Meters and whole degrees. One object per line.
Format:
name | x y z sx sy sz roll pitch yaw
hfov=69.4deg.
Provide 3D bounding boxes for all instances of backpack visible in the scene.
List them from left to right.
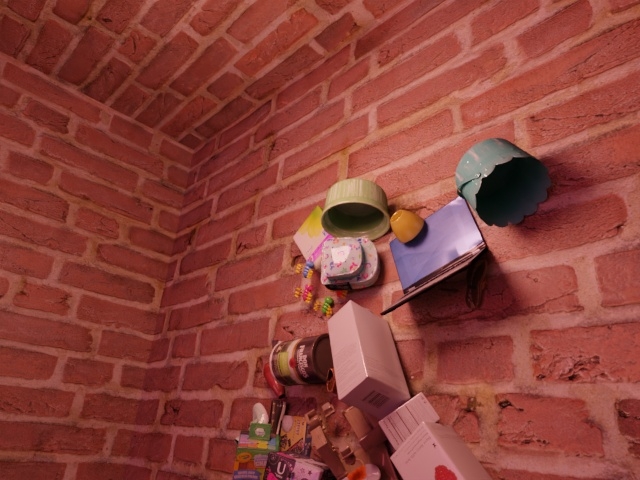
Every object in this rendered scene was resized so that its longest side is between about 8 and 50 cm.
backpack | 0.129 0.094 1.993 0.253 0.191 0.225 -2 67 10

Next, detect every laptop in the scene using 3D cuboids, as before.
laptop | 0.387 0.045 1.727 0.382 0.408 0.236 -37 80 31

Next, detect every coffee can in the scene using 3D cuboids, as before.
coffee can | -0.058 0.520 1.999 0.275 0.201 0.201 -21 56 42

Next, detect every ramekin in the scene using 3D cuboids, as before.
ramekin | 0.156 -0.134 2.031 0.303 0.303 0.148 -25 45 39

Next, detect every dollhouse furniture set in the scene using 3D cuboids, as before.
dollhouse furniture set | 0.158 0.714 1.769 0.355 0.174 0.303 -31 20 -7

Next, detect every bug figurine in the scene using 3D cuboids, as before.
bug figurine | 0.002 0.218 2.141 0.279 0.072 0.216 29 107 22

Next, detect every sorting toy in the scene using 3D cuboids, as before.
sorting toy | 0.221 0.826 1.658 0.307 0.041 0.229 -44 39 24

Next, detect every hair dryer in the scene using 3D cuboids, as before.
hair dryer | -0.186 0.600 2.198 0.223 0.080 0.293 -16 60 43

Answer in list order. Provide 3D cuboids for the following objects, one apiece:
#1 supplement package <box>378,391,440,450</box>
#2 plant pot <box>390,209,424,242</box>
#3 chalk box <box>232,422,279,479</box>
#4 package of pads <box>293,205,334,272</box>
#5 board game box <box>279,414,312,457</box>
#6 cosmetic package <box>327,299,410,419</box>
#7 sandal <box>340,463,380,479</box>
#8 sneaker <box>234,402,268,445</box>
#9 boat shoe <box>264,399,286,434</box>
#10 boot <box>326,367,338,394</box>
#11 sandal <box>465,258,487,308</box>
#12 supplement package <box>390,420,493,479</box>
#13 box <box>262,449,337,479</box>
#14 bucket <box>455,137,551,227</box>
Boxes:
supplement package | 0.296 0.611 1.551 0.179 0.105 0.105 -32 62 -7
plant pot | 0.342 -0.070 1.899 0.134 0.095 0.134 -43 19 19
chalk box | -0.270 0.923 1.954 0.179 0.180 0.289 -178 95 -85
package of pads | 0.000 0.000 2.285 0.229 0.101 0.296 -51 40 15
board game box | -0.111 0.887 1.993 0.165 0.042 0.243 -16 60 44
cosmetic package | 0.167 0.430 1.714 0.156 0.217 0.385 -48 25 22
sandal | 0.118 0.886 1.643 0.265 0.076 0.102 -36 11 19
sneaker | -0.323 0.877 2.144 0.094 0.151 0.256 -51 38 37
boat shoe | -0.220 0.841 2.100 0.081 0.068 0.228 137 150 -71
boot | 0.087 0.529 1.868 0.073 0.152 0.197 -32 49 35
sandal | 0.553 0.152 1.627 0.072 0.049 0.180 9 92 56
supplement package | 0.389 0.730 1.402 0.177 0.175 0.293 -54 41 12
box | -0.078 0.922 1.798 0.247 0.163 0.142 2 72 33
bucket | 0.607 -0.202 1.575 0.281 0.281 0.183 -48 33 20
